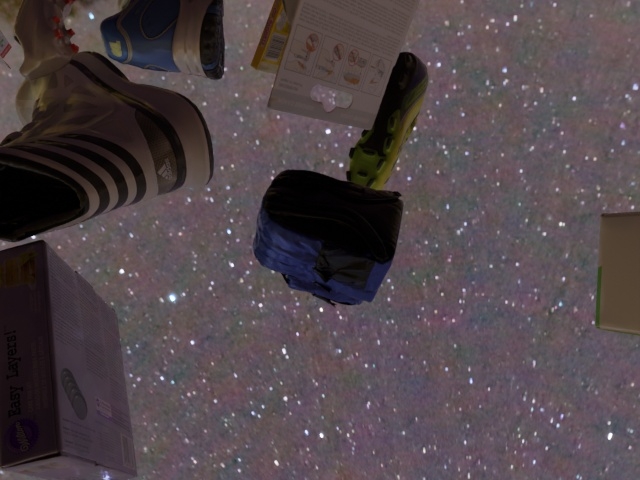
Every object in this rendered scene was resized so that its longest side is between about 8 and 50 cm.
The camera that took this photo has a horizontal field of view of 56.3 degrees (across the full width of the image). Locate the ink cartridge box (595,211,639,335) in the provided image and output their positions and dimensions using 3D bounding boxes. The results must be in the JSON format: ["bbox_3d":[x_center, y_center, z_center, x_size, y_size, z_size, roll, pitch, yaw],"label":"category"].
[{"bbox_3d":[0.608,0.061,1.019,0.273,0.198,0.115,5,177,-27],"label":"ink cartridge box"}]

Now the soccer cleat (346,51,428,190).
[{"bbox_3d":[0.134,-0.198,1.090,0.093,0.121,0.289,13,-99,39],"label":"soccer cleat"}]

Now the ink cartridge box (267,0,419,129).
[{"bbox_3d":[0.026,-0.248,0.637,0.066,0.232,0.189,37,-157,33],"label":"ink cartridge box"}]

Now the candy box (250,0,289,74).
[{"bbox_3d":[-0.046,-0.395,1.068,0.027,0.206,0.105,40,-153,30],"label":"candy box"}]

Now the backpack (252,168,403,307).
[{"bbox_3d":[0.000,0.000,0.531,0.120,0.101,0.098,20,-143,-2],"label":"backpack"}]

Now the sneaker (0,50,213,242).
[{"bbox_3d":[-0.372,-0.139,0.791,0.447,0.169,0.257,21,-144,39],"label":"sneaker"}]

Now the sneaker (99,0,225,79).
[{"bbox_3d":[-0.115,-0.198,0.460,0.081,0.080,0.211,-2,-138,-6],"label":"sneaker"}]

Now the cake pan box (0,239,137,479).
[{"bbox_3d":[-0.303,0.164,0.735,0.070,0.267,0.246,-13,-115,-5],"label":"cake pan box"}]

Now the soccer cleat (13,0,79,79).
[{"bbox_3d":[-0.357,-0.284,0.761,0.076,0.068,0.196,-27,-124,11],"label":"soccer cleat"}]

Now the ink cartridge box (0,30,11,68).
[{"bbox_3d":[-0.551,-0.334,0.989,0.063,0.115,0.029,28,-104,-2],"label":"ink cartridge box"}]
